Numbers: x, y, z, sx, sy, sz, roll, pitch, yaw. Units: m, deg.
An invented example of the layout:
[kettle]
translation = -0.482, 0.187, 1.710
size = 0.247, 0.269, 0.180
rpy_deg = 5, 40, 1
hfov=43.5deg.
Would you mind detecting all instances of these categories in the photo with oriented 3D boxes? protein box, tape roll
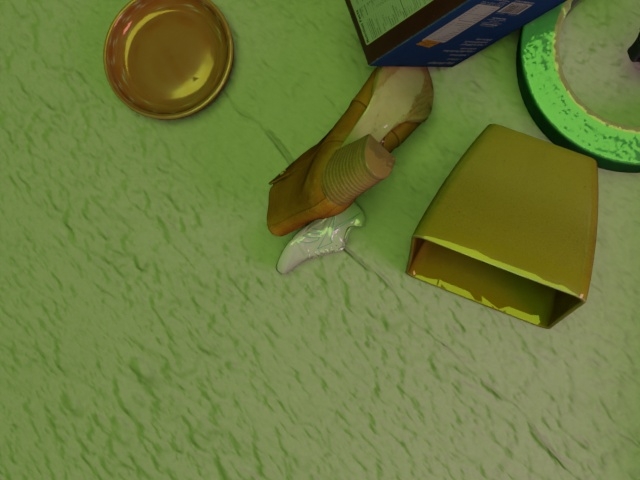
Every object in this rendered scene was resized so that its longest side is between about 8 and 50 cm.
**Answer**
[protein box]
translation = 0.169, -0.326, 1.024
size = 0.201, 0.200, 0.136
rpy_deg = -24, 82, 43
[tape roll]
translation = 0.431, -0.254, 1.084
size = 0.321, 0.077, 0.321
rpy_deg = 0, 87, 8

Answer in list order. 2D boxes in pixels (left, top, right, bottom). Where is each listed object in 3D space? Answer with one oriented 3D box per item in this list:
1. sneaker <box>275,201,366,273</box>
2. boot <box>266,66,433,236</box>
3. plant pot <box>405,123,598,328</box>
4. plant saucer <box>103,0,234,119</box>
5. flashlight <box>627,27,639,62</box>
[sneaker]
translation = 0.000, 0.000, 1.143
size = 0.152, 0.054, 0.061
rpy_deg = -43, 85, 3
[boot]
translation = 0.032, -0.140, 1.114
size = 0.211, 0.295, 0.104
rpy_deg = -24, 119, 42
[plant pot]
translation = 0.246, -0.024, 1.042
size = 0.212, 0.212, 0.187
rpy_deg = 21, 76, 9
[plant saucer]
translation = -0.224, -0.277, 1.200
size = 0.200, 0.037, 0.200
rpy_deg = 0, 87, 7
[flashlight]
translation = 0.439, -0.268, 0.890
size = 0.103, 0.304, 0.103
rpy_deg = 30, 91, 9
